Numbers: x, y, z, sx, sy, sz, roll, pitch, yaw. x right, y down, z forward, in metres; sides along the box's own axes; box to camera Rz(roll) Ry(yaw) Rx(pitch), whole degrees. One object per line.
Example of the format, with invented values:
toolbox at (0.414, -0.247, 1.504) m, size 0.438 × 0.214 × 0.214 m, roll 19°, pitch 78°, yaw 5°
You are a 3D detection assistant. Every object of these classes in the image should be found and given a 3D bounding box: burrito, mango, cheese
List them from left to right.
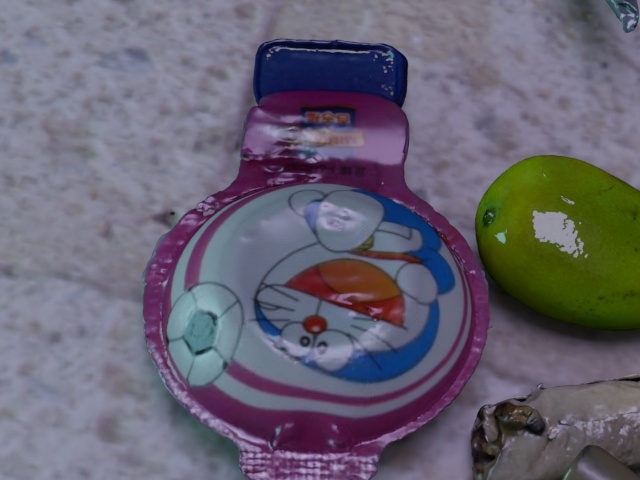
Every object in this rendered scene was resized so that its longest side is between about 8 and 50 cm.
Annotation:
cheese at (0.000, 0.000, 0.788) m, size 0.155 × 0.062 × 0.244 m, roll 4°, pitch 54°, yaw 1°
mango at (0.122, 0.004, 0.798) m, size 0.108 × 0.056 × 0.073 m, roll 14°, pitch 61°, yaw 2°
burrito at (0.154, 0.076, 0.762) m, size 0.185 × 0.041 × 0.045 m, roll -8°, pitch 14°, yaw -9°

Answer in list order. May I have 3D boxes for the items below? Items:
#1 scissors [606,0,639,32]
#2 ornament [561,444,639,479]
scissors at (0.122, -0.263, 0.951) m, size 0.256 × 0.029 × 0.383 m, roll -20°, pitch 61°, yaw -18°
ornament at (0.131, 0.227, 0.639) m, size 0.245 × 0.061 × 0.230 m, roll 36°, pitch 62°, yaw 21°
